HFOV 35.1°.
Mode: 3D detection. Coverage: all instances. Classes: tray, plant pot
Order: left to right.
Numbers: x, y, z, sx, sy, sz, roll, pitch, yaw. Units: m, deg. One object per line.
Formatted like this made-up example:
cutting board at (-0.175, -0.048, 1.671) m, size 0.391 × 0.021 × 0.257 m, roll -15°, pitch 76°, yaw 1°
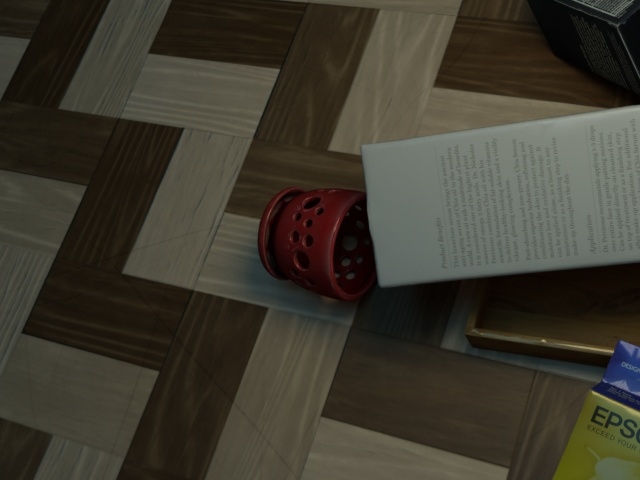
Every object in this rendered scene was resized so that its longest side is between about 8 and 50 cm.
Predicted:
plant pot at (0.000, 0.000, 1.769) m, size 0.174 × 0.191 × 0.191 m, roll 10°, pitch 69°, yaw 34°
tray at (0.456, 0.097, 1.613) m, size 0.410 × 0.076 × 0.203 m, roll 7°, pitch 68°, yaw 23°

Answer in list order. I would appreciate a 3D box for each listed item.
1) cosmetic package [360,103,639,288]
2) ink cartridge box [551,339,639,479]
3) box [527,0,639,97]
cosmetic package at (0.308, -0.069, 1.562) m, size 0.453 × 0.161 × 0.230 m, roll -6°, pitch 96°, yaw 18°
ink cartridge box at (0.503, 0.336, 1.439) m, size 0.303 × 0.072 × 0.307 m, roll 22°, pitch 92°, yaw 29°
box at (0.558, -0.426, 1.717) m, size 0.296 × 0.183 × 0.294 m, roll -38°, pitch 35°, yaw -1°
